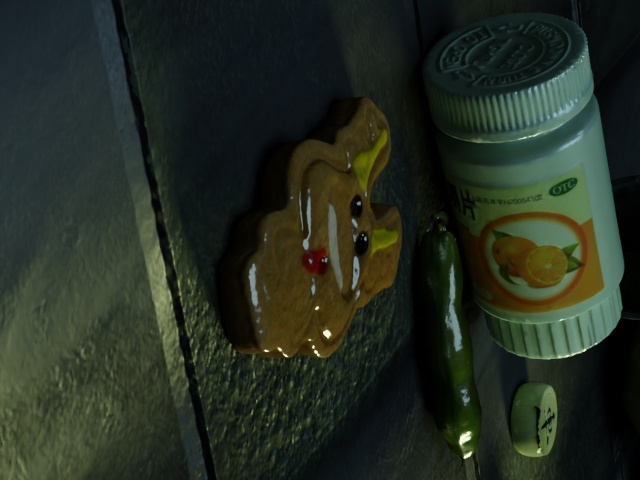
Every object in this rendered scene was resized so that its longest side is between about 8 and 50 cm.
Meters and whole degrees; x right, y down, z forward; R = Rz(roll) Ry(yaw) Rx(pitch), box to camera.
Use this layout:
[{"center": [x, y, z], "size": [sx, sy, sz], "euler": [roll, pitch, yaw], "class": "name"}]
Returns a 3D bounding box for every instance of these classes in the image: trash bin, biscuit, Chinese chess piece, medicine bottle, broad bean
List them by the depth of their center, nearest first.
[{"center": [0.003, 0.000, 1.385], "size": [0.295, 0.044, 0.186], "euler": [-49, 132, -54], "class": "biscuit"}, {"center": [0.122, 0.101, 1.643], "size": [0.065, 0.046, 0.254], "euler": [-59, 144, -68], "class": "broad bean"}, {"center": [0.203, -0.046, 1.674], "size": [0.158, 0.158, 0.318], "euler": [-60, 142, -46], "class": "medicine bottle"}, {"center": [0.238, 0.197, 1.913], "size": [0.084, 0.034, 0.084], "euler": [2, 90, -66], "class": "Chinese chess piece"}, {"center": [0.384, 0.023, 2.089], "size": [0.161, 0.175, 0.175], "euler": [47, 49, -74], "class": "trash bin"}]

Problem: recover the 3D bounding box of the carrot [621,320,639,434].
[{"center": [0.526, 0.137, 2.317], "size": [0.341, 0.224, 0.224], "euler": [-63, 145, -50], "class": "carrot"}]
